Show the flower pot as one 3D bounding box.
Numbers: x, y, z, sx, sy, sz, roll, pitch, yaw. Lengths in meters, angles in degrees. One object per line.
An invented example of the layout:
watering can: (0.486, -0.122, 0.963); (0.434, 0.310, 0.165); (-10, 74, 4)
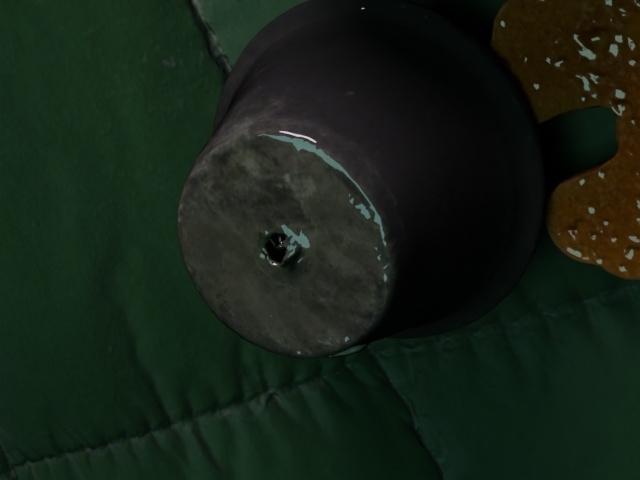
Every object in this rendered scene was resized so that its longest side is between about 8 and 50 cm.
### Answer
flower pot: (0.006, -0.019, 0.916); (0.235, 0.148, 0.235); (11, 116, 23)

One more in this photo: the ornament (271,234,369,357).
ornament: (0.000, 0.000, 1.057); (0.075, 0.081, 0.156); (36, 137, 47)

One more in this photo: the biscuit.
biscuit: (0.242, -0.101, 0.847); (0.334, 0.047, 0.202); (-26, 96, 43)
